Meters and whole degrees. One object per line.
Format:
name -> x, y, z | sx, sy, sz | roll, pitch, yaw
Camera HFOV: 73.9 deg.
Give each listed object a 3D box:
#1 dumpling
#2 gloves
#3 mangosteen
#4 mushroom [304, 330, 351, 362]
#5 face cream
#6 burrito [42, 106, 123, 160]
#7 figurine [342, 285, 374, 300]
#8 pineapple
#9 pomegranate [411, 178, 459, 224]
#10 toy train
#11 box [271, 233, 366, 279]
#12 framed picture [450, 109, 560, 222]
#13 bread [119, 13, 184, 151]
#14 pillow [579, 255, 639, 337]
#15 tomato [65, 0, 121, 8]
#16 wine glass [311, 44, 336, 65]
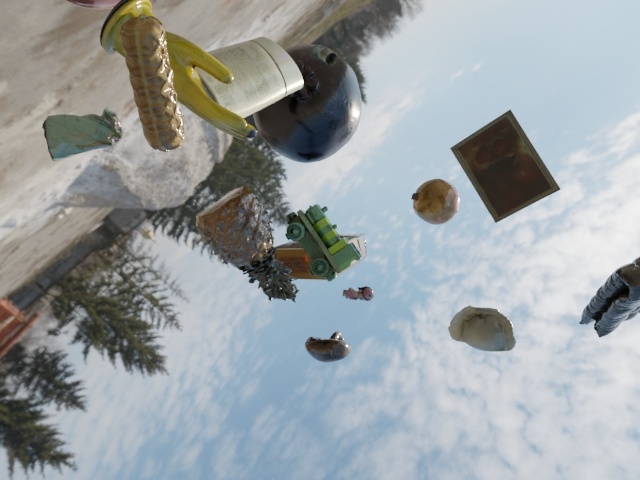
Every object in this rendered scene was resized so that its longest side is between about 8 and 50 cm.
dumpling -> 0.471, 0.254, 1.234 | 0.187, 0.108, 0.127 | 13, -90, 23
gloves -> -0.234, -0.286, 0.770 | 0.116, 0.294, 0.133 | -49, -168, 4
mangosteen -> -0.042, -0.445, 1.465 | 0.382, 0.382, 0.435 | -42, 172, -3
mushroom -> 0.029, 0.315, 1.253 | 0.135, 0.080, 0.170 | 6, -179, 31
face cream -> -0.188, -0.411, 1.069 | 0.081, 0.174, 0.348 | -27, -166, 44
burrito -> -0.763, -0.345, 1.379 | 0.228, 0.144, 0.089 | -11, 180, -8
figurine -> 0.148, 0.202, 1.653 | 0.129, 0.072, 0.054 | 0, -126, 34
pineapple -> -0.143, 0.024, 0.942 | 0.157, 0.279, 0.158 | -30, -160, 12
pomegranate -> 0.459, -0.156, 1.696 | 0.191, 0.191, 0.191 | -36, -160, 15
toy train -> 0.000, 0.000, 1.071 | 0.132, 0.200, 0.083 | -34, -179, 4
box -> -0.001, 0.054, 1.656 | 0.264, 0.116, 0.415 | -2, -172, 24
framed picture -> 0.578, -0.231, 1.348 | 0.211, 0.290, 0.020 | -32, 172, 27
bread -> -0.198, -0.181, 0.507 | 0.052, 0.157, 0.044 | 13, -143, 17
pillow -> 0.780, 0.108, 1.030 | 0.228, 0.326, 0.101 | -31, -125, -3
tomato -> -0.581, -0.732, 1.028 | 0.321, 0.321, 0.322 | -36, -160, 15
wine glass -> 0.009, -0.464, 1.066 | 0.039, 0.042, 0.083 | -56, -141, 21
